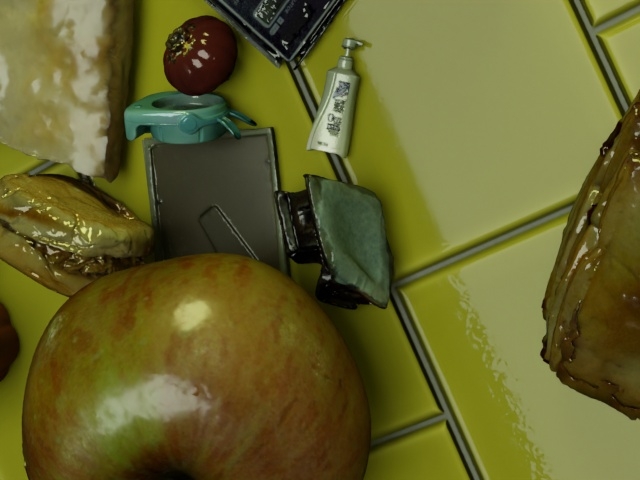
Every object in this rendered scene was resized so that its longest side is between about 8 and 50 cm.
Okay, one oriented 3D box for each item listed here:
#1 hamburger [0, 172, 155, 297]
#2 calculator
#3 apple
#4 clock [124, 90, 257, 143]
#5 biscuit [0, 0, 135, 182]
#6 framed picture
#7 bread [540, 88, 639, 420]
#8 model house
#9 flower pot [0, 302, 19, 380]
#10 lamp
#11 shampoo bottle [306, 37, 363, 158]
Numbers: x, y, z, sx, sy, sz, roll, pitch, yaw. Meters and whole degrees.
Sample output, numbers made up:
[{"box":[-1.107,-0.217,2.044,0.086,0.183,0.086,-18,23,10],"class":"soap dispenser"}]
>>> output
[{"box":[-0.307,-0.009,1.451,0.214,0.214,0.108,32,106,16],"class":"hamburger"},{"box":[-0.086,-0.346,1.411,0.274,0.028,0.165,43,110,12],"class":"calculator"},{"box":[-0.139,0.198,1.335,0.400,0.333,0.400,0,120,1],"class":"apple"},{"box":[-0.156,-0.148,1.423,0.147,0.108,0.045,6,113,18],"class":"clock"},{"box":[-0.432,-0.325,1.516,0.429,0.104,0.446,10,103,20],"class":"biscuit"},{"box":[-0.131,-0.008,1.472,0.189,0.023,0.259,-4,95,23],"class":"framed picture"},{"box":[0.372,0.031,1.192,0.277,0.167,0.324,24,104,18],"class":"bread"},{"box":[0.001,0.007,1.377,0.152,0.106,0.165,-10,90,55],"class":"model house"},{"box":[-0.503,0.150,1.562,0.191,0.173,0.190,2,96,23],"class":"flower pot"},{"box":[-0.145,-0.223,1.417,0.101,0.090,0.101,-26,50,36],"class":"lamp"},{"box":[0.020,-0.170,1.386,0.049,0.034,0.141,16,101,26],"class":"shampoo bottle"}]
